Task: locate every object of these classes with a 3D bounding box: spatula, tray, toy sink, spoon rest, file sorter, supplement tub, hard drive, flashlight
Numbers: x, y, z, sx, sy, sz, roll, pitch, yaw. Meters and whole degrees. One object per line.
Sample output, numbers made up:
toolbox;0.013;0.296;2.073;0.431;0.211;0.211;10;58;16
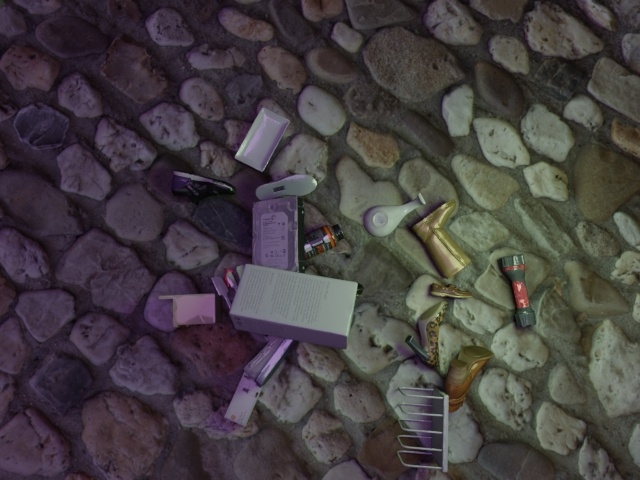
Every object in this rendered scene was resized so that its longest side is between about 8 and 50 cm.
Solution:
spatula;-0.336;0.234;1.928;0.168;0.019;0.242;-23;81;-39
tray;-0.260;-0.451;2.053;0.145;0.030;0.270;27;83;4
toy sink;-0.536;0.288;1.885;0.234;0.153;0.131;-2;83;-2
spoon rest;0.324;-0.115;2.001;0.276;0.084;0.137;-27;82;9
file sorter;0.399;0.739;1.818;0.173;0.193;0.277;3;82;2
supplement tub;0.000;0.000;1.956;0.198;0.106;0.106;-25;83;-4
hard drive;-0.180;-0.008;1.923;0.237;0.064;0.338;-5;81;29
flashlight;0.842;0.212;1.940;0.103;0.103;0.303;-8;82;-3

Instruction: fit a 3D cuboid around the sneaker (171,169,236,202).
sneaker;-0.511;-0.217;1.996;0.283;0.107;0.124;14;97;5

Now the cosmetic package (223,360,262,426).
cosmetic package;-0.302;0.631;1.887;0.099;0.060;0.239;23;82;3

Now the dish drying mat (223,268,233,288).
dish drying mat;-0.401;0.165;1.976;0.032;0.008;0.083;12;81;0

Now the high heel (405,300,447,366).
high heel;0.493;0.398;1.934;0.261;0.093;0.186;-46;103;-15

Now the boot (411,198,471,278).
boot;0.558;-0.009;1.979;0.236;0.089;0.269;-38;83;7

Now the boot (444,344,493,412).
boot;0.604;0.568;1.877;0.109;0.283;0.220;18;114;38

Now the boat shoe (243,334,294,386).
boat shoe;-0.188;0.404;1.882;0.156;0.136;0.367;34;75;14

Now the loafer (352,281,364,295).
loafer;0.081;0.240;1.948;0.220;0.080;0.078;-15;115;-4

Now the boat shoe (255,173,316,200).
boat shoe;-0.150;-0.232;1.996;0.268;0.088;0.096;-16;106;3

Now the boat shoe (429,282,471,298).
boat shoe;0.560;0.215;1.955;0.178;0.064;0.060;6;84;3

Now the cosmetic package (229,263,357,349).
cosmetic package;-0.099;0.257;1.788;0.454;0.161;0.230;10;58;7
